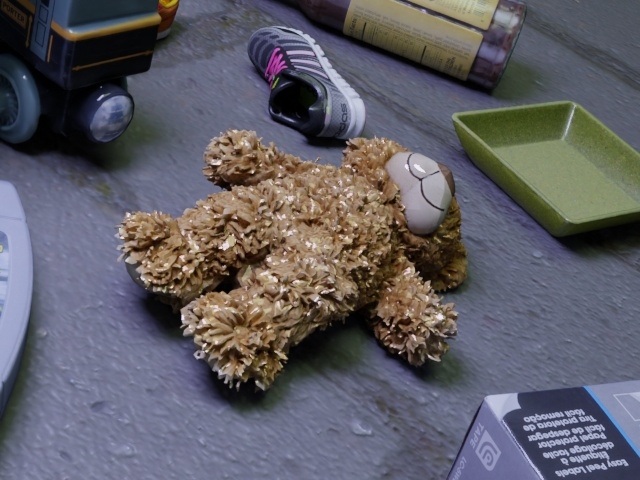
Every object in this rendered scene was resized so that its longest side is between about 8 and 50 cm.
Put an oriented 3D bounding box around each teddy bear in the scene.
[{"bbox_3d":[0.000,0.000,0.982,0.338,0.113,0.245,-5,43,-32],"label":"teddy bear"}]

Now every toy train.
[{"bbox_3d":[-0.272,-0.225,1.092,0.334,0.190,0.142,40,38,28],"label":"toy train"}]

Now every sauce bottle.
[{"bbox_3d":[0.059,-0.282,1.409,0.344,0.111,0.111,24,34,4],"label":"sauce bottle"}]

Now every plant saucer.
[{"bbox_3d":[0.247,-0.068,1.259,0.188,0.045,0.188,-10,44,-36],"label":"plant saucer"}]

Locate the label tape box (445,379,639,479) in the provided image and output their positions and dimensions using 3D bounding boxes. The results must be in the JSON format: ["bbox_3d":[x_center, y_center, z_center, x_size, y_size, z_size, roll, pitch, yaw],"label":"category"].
[{"bbox_3d":[0.262,0.236,0.780,0.241,0.106,0.333,-2,39,-28],"label":"label tape box"}]

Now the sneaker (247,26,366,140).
[{"bbox_3d":[-0.029,-0.159,1.233,0.075,0.063,0.170,-8,47,-44],"label":"sneaker"}]

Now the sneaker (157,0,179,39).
[{"bbox_3d":[-0.196,-0.220,1.236,0.064,0.067,0.175,25,35,5],"label":"sneaker"}]

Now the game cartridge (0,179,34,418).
[{"bbox_3d":[-0.294,0.040,0.831,0.196,0.060,0.294,13,34,-17],"label":"game cartridge"}]
